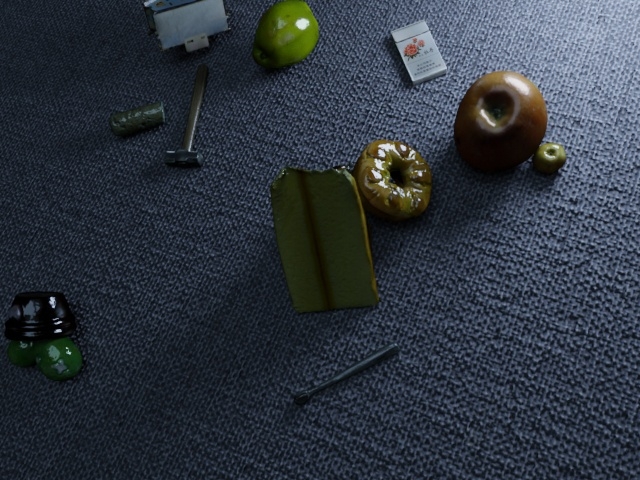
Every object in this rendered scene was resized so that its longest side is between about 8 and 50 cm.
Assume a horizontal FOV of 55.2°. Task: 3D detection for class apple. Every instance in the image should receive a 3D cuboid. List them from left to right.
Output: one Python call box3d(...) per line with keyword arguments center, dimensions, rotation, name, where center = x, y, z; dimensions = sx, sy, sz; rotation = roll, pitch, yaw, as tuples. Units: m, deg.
box3d(center=(0.459, -0.309, 1.583), dimensions=(0.253, 0.253, 0.254), rotation=(-4, 68, 10), name="apple")
box3d(center=(0.599, -0.218, 1.605), dimensions=(0.084, 0.071, 0.084), rotation=(-4, 67, 11), name="apple")

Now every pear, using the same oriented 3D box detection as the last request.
box3d(center=(-0.112, -0.614, 1.847), dimensions=(0.219, 0.187, 0.187), rotation=(-36, 66, -11), name="pear")

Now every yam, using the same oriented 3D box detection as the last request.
box3d(center=(-0.565, -0.378, 1.908), dimensions=(0.179, 0.078, 0.078), rotation=(-16, 66, 3), name="yam")

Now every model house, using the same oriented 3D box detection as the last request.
box3d(center=(-0.441, -0.728, 1.969), dimensions=(0.271, 0.178, 0.206), rotation=(-26, 49, -16), name="model house")

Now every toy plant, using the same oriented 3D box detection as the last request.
box3d(center=(-0.746, 0.259, 1.653), dimensions=(0.218, 0.175, 0.235), rotation=(2, 97, 20), name="toy plant")

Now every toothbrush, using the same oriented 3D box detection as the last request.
box3d(center=(0.066, 0.330, 1.521), dimensions=(0.297, 0.030, 0.030), rotation=(-28, 92, -2), name="toothbrush")

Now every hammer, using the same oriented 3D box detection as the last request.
box3d(center=(-0.395, -0.391, 1.901), dimensions=(0.111, 0.043, 0.366), rotation=(0, 67, 13), name="hammer")

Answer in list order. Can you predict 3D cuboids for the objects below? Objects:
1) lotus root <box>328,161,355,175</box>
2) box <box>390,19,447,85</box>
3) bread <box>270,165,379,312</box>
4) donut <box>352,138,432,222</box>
box3d(center=(0.035, -0.126, 1.663), dimensions=(0.120, 0.120, 0.209), rotation=(39, 77, 22), name="lotus root")
box3d(center=(0.292, -0.562, 1.829), dimensions=(0.109, 0.029, 0.198), rotation=(-19, 67, 3), name="box")
box3d(center=(0.000, 0.000, 1.486), dimensions=(0.233, 0.362, 0.245), rotation=(-8, 65, 8), name="bread")
box3d(center=(0.187, -0.154, 1.605), dimensions=(0.226, 0.114, 0.227), rotation=(7, 71, -20), name="donut")
